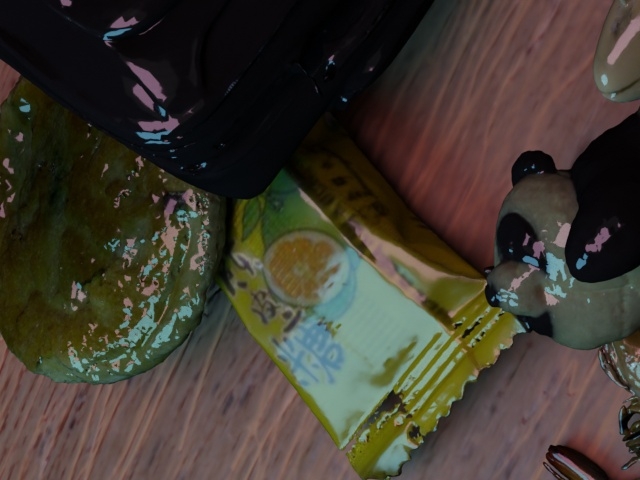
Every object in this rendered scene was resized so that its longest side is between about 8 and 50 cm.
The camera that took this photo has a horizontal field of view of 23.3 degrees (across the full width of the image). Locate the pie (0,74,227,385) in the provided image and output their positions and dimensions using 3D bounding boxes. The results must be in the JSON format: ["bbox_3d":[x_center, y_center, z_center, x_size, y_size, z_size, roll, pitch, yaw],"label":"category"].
[{"bbox_3d":[-0.166,-0.028,1.109,0.277,0.078,0.277,-14,71,48],"label":"pie"}]

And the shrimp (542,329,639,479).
[{"bbox_3d":[0.175,0.094,0.957,0.124,0.034,0.178,-44,71,33],"label":"shrimp"}]

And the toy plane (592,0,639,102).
[{"bbox_3d":[0.230,-0.176,0.821,0.256,0.104,0.242,-40,36,-13],"label":"toy plane"}]

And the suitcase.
[{"bbox_3d":[-0.072,-0.230,0.973,0.339,0.188,0.345,35,85,22],"label":"suitcase"}]

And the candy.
[{"bbox_3d":[0.000,0.000,1.033,0.297,0.081,0.187,53,124,25],"label":"candy"}]

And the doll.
[{"bbox_3d":[0.202,-0.016,0.862,0.234,0.143,0.135,-37,33,12],"label":"doll"}]
